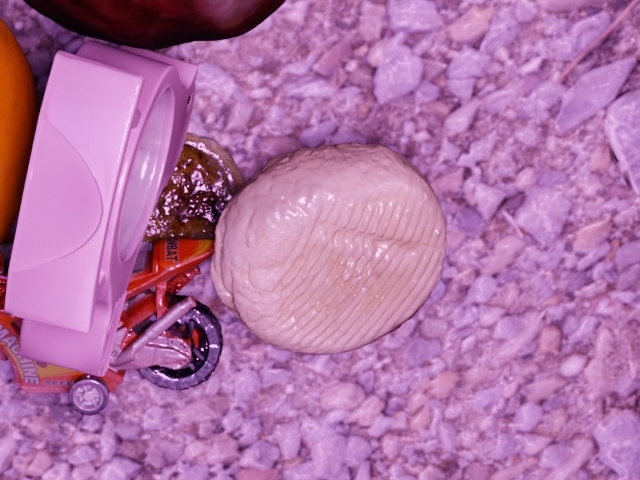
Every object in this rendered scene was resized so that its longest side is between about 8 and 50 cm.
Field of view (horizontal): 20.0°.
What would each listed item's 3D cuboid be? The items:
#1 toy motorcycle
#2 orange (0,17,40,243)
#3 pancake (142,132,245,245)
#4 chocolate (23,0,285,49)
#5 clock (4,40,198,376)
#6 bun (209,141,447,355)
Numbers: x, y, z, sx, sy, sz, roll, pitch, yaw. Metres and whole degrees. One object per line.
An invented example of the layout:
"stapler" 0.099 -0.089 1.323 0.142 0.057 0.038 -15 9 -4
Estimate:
"toy motorcycle" -0.238 0.070 1.687 0.298 0.089 0.171 -2 107 0
"orange" -0.389 -0.094 1.535 0.312 0.312 0.312 -1 103 -3
"pancake" -0.135 -0.045 1.702 0.129 0.022 0.116 -10 104 -5
"chocolate" -0.141 -0.336 1.497 0.383 0.384 0.331 22 119 -8
"clock" -0.189 -0.028 1.568 0.080 0.275 0.290 16 104 4
"bun" 0.000 0.000 1.661 0.220 0.134 0.220 -11 129 -14
